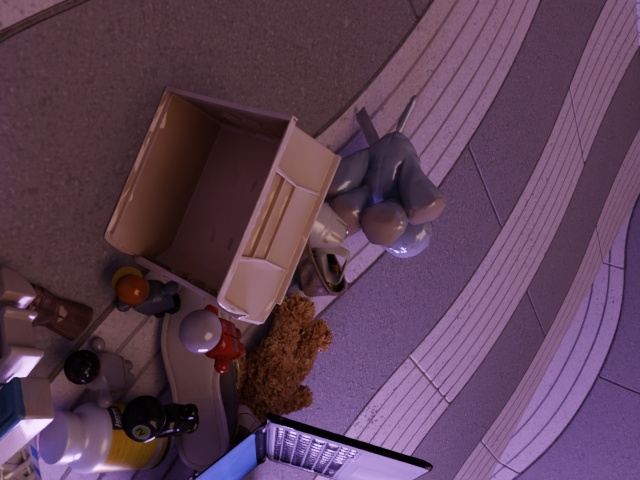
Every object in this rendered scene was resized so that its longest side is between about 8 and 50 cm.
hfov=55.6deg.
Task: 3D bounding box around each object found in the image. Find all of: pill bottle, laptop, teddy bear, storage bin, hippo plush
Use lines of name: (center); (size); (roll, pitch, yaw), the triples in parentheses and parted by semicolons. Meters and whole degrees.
pill bottle: (-0.323, 0.299, 0.927); (0.184, 0.103, 0.103); (22, 90, -51)
laptop: (-0.073, 0.457, 1.024); (0.382, 0.408, 0.236); (100, 7, -62)
teddy bear: (-0.095, 0.261, 1.164); (0.338, 0.113, 0.245); (-36, 129, -33)
storage bin: (-0.145, -0.053, 0.848); (0.123, 0.262, 0.260); (25, 88, -53)
hippo plush: (0.121, -0.084, 1.226); (0.236, 0.235, 0.294); (66, 13, -61)

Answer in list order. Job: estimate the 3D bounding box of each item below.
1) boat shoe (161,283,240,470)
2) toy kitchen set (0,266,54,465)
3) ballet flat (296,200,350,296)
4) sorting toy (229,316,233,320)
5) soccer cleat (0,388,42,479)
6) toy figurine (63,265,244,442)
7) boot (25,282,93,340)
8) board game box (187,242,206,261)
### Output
boat shoe: (-0.192, 0.213, 1.025); (0.097, 0.117, 0.324); (-22, 108, -81)
toy kitchen set: (-0.423, 0.136, 0.686); (0.122, 0.207, 0.166); (-41, 145, 21)
ballet flat: (0.000, 0.000, 1.109); (0.316, 0.106, 0.107); (75, 31, -53)
sorting toy: (-0.147, 0.114, 1.095); (0.083, 0.045, 0.075); (-16, 125, -45)
soccer cleat: (-0.411, 0.307, 0.800); (0.116, 0.143, 0.331); (-20, 121, -42)
toy figurine: (-0.240, 0.164, 0.871); (0.213, 0.210, 0.148); (-57, 159, -8)
boot: (-0.380, 0.124, 0.841); (0.106, 0.037, 0.114); (-58, 144, -10)
board game box: (-0.123, -0.036, 1.024); (0.160, 0.039, 0.211); (37, 67, -49)
